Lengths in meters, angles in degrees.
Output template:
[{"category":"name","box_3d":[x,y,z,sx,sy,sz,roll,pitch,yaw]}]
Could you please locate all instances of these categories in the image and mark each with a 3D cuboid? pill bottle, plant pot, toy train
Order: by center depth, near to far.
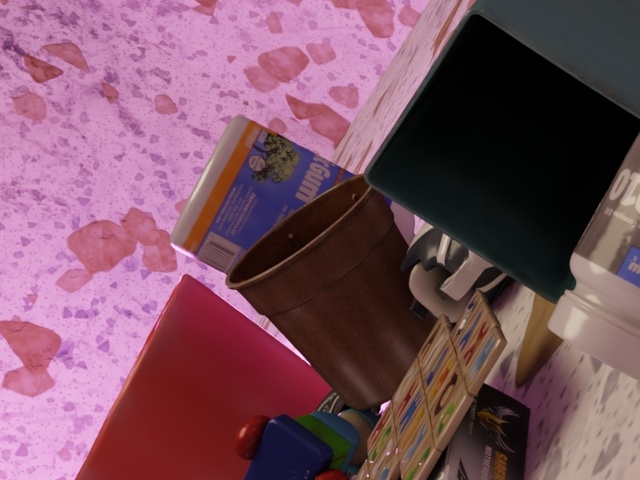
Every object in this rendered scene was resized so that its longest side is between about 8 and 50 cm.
[{"category":"pill bottle","box_3d":[0.178,0.001,0.743,0.137,0.078,0.078,-62,5,5]},{"category":"plant pot","box_3d":[0.170,-0.115,1.011,0.165,0.166,0.234,-57,0,43]},{"category":"plant pot","box_3d":[0.029,0.053,1.289,0.167,0.165,0.167,-35,11,8]},{"category":"toy train","box_3d":[-0.030,0.264,1.301,0.143,0.105,0.248,-11,-52,-55]},{"category":"pill bottle","box_3d":[0.000,0.000,1.436,0.152,0.272,0.152,-62,5,9]},{"category":"plant pot","box_3d":[-0.107,0.209,1.568,0.275,0.243,0.275,-62,6,10]}]

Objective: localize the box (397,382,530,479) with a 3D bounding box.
[{"category":"box","box_3d":[0.057,0.220,0.911,0.183,0.056,0.231,-59,5,31]}]

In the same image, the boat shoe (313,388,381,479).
[{"category":"boat shoe","box_3d":[-0.006,0.226,1.432,0.206,0.075,0.065,-58,2,-3]}]

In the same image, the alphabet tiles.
[{"category":"alphabet tiles","box_3d":[0.065,0.126,0.992,0.198,0.009,0.237,-61,4,8]}]

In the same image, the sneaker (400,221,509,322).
[{"category":"sneaker","box_3d":[0.121,-0.004,1.250,0.153,0.094,0.235,-53,16,3]}]
